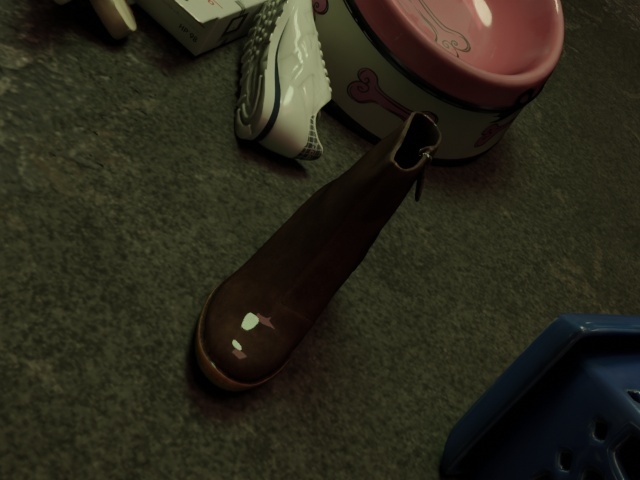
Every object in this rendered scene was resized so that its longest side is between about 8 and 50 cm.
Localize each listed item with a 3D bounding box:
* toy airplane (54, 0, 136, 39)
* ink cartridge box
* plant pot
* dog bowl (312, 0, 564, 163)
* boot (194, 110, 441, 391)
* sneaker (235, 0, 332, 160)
[{"bbox_3d":[-0.311,-0.431,0.856,0.386,0.273,0.384,27,50,-54],"label":"toy airplane"},{"bbox_3d":[-0.143,-0.281,1.024,0.104,0.060,0.180,42,34,2],"label":"ink cartridge box"},{"bbox_3d":[0.259,0.196,0.759,0.236,0.236,0.212,5,42,-38],"label":"plant pot"},{"bbox_3d":[0.147,-0.313,1.153,0.408,0.150,0.407,16,59,-28],"label":"dog bowl"},{"bbox_3d":[0.000,0.000,0.746,0.090,0.207,0.248,39,37,-1],"label":"boot"},{"bbox_3d":[-0.033,-0.197,1.005,0.095,0.090,0.235,20,61,-24],"label":"sneaker"}]
